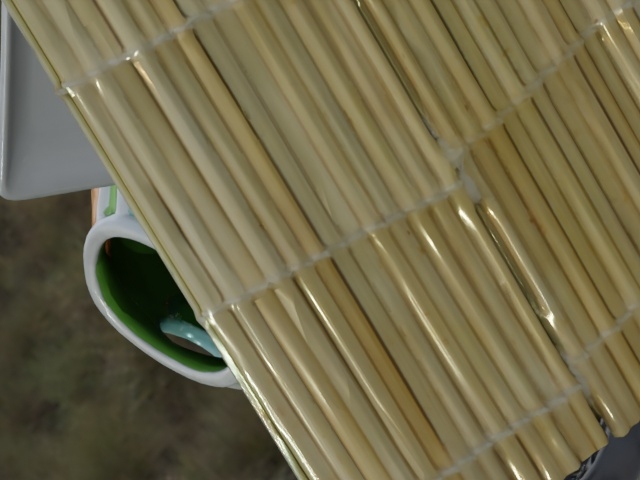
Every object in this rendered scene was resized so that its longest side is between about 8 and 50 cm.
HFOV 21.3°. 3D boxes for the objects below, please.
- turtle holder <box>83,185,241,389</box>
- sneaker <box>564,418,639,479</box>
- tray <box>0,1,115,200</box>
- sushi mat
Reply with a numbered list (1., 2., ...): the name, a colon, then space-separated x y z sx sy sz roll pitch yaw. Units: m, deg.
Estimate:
1. turtle holder: -0.012 0.004 1.143 0.227 0.320 0.243 -44 0 -39
2. sneaker: 0.143 0.085 0.745 0.235 0.097 0.084 -100 32 -79
3. tray: -0.099 -0.159 0.813 0.030 0.270 0.145 18 20 40
4. sushi mat: -0.005 -0.077 0.431 0.151 0.316 0.019 -35 12 -18
